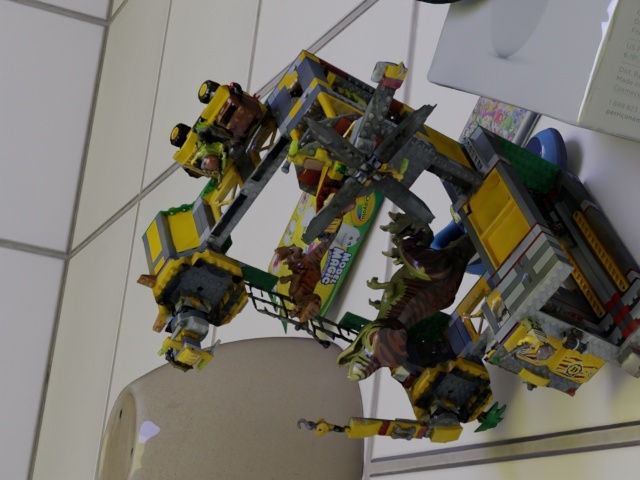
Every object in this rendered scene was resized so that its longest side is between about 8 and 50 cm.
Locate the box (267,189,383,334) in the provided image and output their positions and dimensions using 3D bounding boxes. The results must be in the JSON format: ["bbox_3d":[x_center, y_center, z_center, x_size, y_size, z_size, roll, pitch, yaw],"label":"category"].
[{"bbox_3d":[0.000,0.000,1.358,0.179,0.043,0.105,-62,24,18],"label":"box"}]

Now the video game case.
[{"bbox_3d":[0.149,-0.106,1.094,0.087,0.011,0.122,-107,36,-53],"label":"video game case"}]

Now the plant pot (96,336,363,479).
[{"bbox_3d":[-0.104,0.217,1.306,0.284,0.190,0.284,-166,90,-69],"label":"plant pot"}]

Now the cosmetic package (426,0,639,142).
[{"bbox_3d":[0.195,-0.178,0.841,0.224,0.138,0.225,-143,66,-68],"label":"cosmetic package"}]

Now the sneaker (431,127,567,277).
[{"bbox_3d":[0.133,-0.027,1.021,0.053,0.059,0.144,-98,30,-48],"label":"sneaker"}]

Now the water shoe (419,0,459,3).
[{"bbox_3d":[0.100,-0.208,0.842,0.080,0.073,0.203,-61,19,-21],"label":"water shoe"}]

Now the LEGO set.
[{"bbox_3d":[0.054,0.039,0.879,0.255,0.331,0.192,-46,33,18],"label":"LEGO set"}]
